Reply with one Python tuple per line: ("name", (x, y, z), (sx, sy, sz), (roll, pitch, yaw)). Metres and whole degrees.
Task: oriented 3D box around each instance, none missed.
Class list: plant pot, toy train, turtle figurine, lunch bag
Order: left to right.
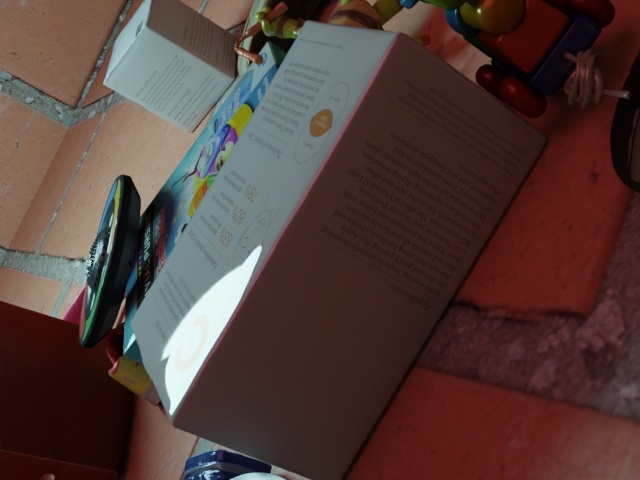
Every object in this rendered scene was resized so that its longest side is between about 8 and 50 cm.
("plant pot", (-0.409, 0.273, 1.169), (0.267, 0.267, 0.235), (-53, 38, 17))
("lunch bag", (-0.093, 0.235, 0.820), (0.098, 0.067, 0.065), (-30, 40, 49))
("turtle figurine", (0.054, -0.244, 0.979), (0.270, 0.087, 0.217), (16, 64, 30))
("toy train", (0.141, -0.172, 0.658), (0.105, 0.143, 0.248), (-55, 11, 13))

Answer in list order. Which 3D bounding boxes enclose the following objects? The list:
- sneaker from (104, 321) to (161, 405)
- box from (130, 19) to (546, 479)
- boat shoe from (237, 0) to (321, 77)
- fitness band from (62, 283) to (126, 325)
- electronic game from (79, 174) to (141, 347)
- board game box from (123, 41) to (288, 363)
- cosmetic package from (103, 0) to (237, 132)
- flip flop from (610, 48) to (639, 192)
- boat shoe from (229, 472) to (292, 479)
("sneaker", (-0.247, 0.131, 1.172), (0.081, 0.094, 0.208), (-56, 25, 16))
("box", (0.000, 0.000, 0.768), (0.345, 0.168, 0.215), (-59, 26, 4))
("boat shoe", (-0.047, -0.379, 1.306), (0.098, 0.109, 0.302), (21, 89, 63))
("fitness band", (-0.309, 0.053, 1.342), (0.290, 0.054, 0.209), (-52, 4, 13))
("electronic game", (-0.279, 0.026, 1.120), (0.229, 0.048, 0.229), (-167, 90, -70))
("board game box", (-0.115, -0.042, 1.029), (0.336, 0.079, 0.253), (-50, 29, 21))
("cosmetic package", (-0.268, -0.327, 1.561), (0.151, 0.184, 0.151), (-45, 30, 31))
("flip flop", (0.271, -0.153, 0.539), (0.112, 0.080, 0.277), (-114, 39, -73))
("boat shoe", (-0.058, 0.274, 0.678), (0.306, 0.105, 0.113), (-48, 32, 39))
